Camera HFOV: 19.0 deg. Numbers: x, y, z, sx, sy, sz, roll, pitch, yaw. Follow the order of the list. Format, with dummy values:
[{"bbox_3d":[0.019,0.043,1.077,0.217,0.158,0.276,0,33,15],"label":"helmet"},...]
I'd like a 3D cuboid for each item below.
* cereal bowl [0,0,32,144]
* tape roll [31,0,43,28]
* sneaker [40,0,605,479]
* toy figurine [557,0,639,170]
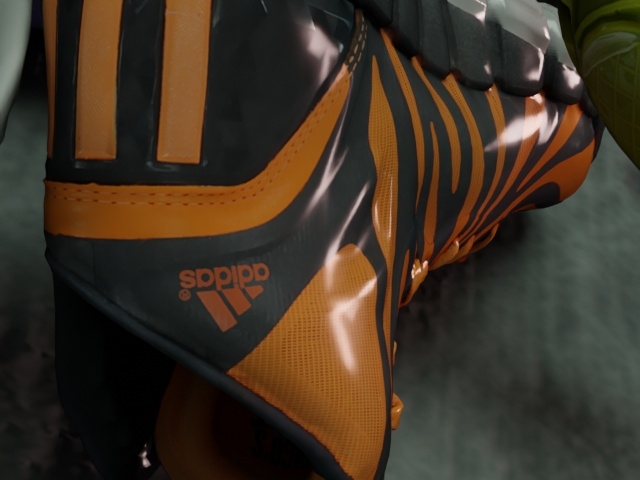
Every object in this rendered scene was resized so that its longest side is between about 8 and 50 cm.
[{"bbox_3d":[-0.254,-0.044,0.487,0.339,0.141,0.339,16,38,-13],"label":"cereal bowl"},{"bbox_3d":[-0.081,-0.169,0.693,0.080,0.189,0.189,5,42,-24],"label":"tape roll"},{"bbox_3d":[0.000,0.000,0.606,0.125,0.180,0.321,3,-6,28],"label":"sneaker"},{"bbox_3d":[0.198,0.077,0.547,0.362,0.191,0.217,43,55,-17],"label":"toy figurine"}]
